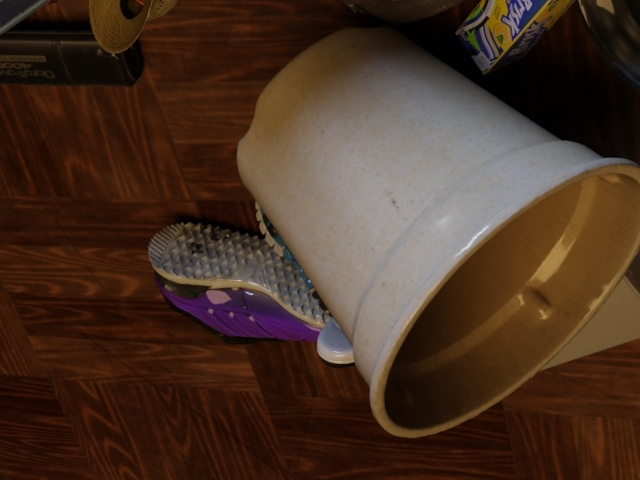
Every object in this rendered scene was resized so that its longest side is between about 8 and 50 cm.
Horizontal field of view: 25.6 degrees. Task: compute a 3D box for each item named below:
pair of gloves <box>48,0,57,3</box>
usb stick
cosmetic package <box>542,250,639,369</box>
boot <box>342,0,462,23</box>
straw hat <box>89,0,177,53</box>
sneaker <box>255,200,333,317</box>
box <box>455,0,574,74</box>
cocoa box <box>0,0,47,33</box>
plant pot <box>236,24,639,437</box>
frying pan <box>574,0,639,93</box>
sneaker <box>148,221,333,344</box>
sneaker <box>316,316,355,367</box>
[{"bbox_3d":[-0.240,-0.272,1.442,0.083,0.074,0.010,-12,125,50],"label":"pair of gloves"},{"bbox_3d":[-0.332,-0.208,1.588,0.278,0.045,0.077,3,138,20],"label":"usb stick"},{"bbox_3d":[0.258,0.059,1.530,0.238,0.127,0.107,-20,120,37],"label":"cosmetic package"},{"bbox_3d":[-0.003,-0.255,1.328,0.263,0.091,0.229,0,167,35],"label":"boot"},{"bbox_3d":[-0.179,-0.261,1.458,0.061,0.144,0.144,2,149,-38],"label":"straw hat"},{"bbox_3d":[0.000,0.000,1.627,0.190,0.083,0.071,55,140,3],"label":"sneaker"},{"bbox_3d":[0.193,-0.223,1.306,0.054,0.059,0.169,58,151,9],"label":"box"},{"bbox_3d":[-0.361,-0.306,1.362,0.347,0.231,0.228,-24,110,36],"label":"cocoa box"},{"bbox_3d":[0.093,-0.037,1.354,0.305,0.334,0.334,48,143,29],"label":"plant pot"},{"bbox_3d":[0.258,-0.270,1.270,0.326,0.053,0.197,60,164,9],"label":"frying pan"},{"bbox_3d":[-0.064,0.076,1.709,0.293,0.102,0.146,18,142,11],"label":"sneaker"},{"bbox_3d":[0.080,0.122,1.591,0.079,0.217,0.121,28,130,33],"label":"sneaker"}]
